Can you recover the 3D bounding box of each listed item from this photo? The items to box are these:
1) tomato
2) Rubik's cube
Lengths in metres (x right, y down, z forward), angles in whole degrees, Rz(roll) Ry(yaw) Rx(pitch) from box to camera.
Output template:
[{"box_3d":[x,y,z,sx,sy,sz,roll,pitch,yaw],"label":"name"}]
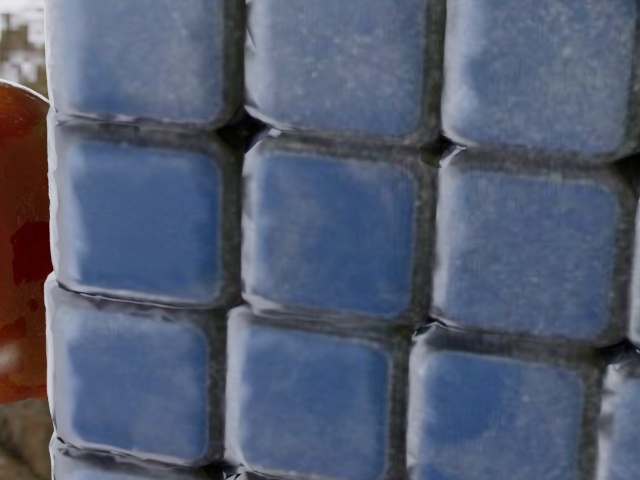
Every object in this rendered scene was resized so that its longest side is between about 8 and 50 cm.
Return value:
[{"box_3d":[-0.270,-0.004,1.518,0.298,0.298,0.226,-58,-19,-62],"label":"tomato"},{"box_3d":[0.082,-0.024,0.945,0.344,0.344,0.337,-59,-27,-64],"label":"Rubik's cube"}]
